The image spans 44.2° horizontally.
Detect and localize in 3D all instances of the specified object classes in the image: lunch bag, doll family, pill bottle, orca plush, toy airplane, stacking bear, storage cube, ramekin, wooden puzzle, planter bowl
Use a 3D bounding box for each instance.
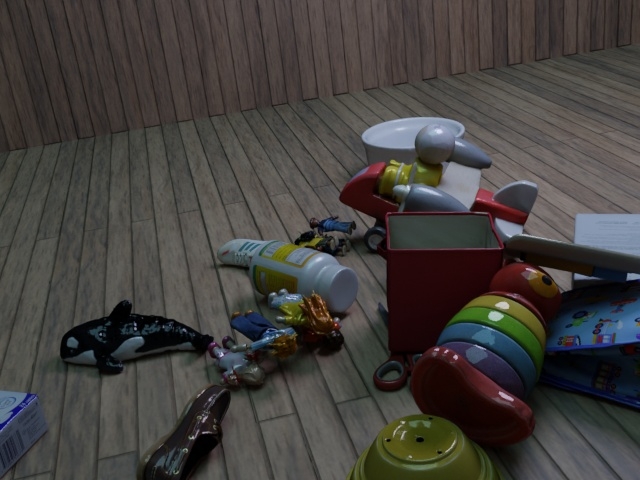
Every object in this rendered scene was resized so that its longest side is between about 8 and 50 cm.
[{"bbox_3d":[0.446,0.148,1.261,0.293,0.138,0.221,1,26,41],"label":"lunch bag"},{"bbox_3d":[0.000,0.000,1.773,0.111,0.076,0.193,2,20,31],"label":"doll family"},{"bbox_3d":[-0.032,0.074,1.550,0.208,0.117,0.117,14,31,41],"label":"pill bottle"},{"bbox_3d":[-0.348,0.165,1.454,0.287,0.102,0.151,1,25,18],"label":"orca plush"},{"bbox_3d":[0.276,-0.118,1.704,0.384,0.272,0.386,-16,25,-21],"label":"toy airplane"},{"bbox_3d":[0.267,0.144,1.170,0.175,0.164,0.289,36,55,6],"label":"stacking bear"},{"bbox_3d":[0.207,0.069,1.375,0.215,0.193,0.184,-1,21,4],"label":"storage cube"},{"bbox_3d":[0.255,-0.233,2.141,0.277,0.135,0.277,-6,24,3],"label":"ramekin"},{"bbox_3d":[0.414,0.035,1.306,0.221,0.044,0.238,12,-2,12],"label":"wooden puzzle"},{"bbox_3d":[-0.072,0.155,1.376,0.263,0.118,0.163,-22,28,-30],"label":"doll family"},{"bbox_3d":[0.134,0.294,1.041,0.217,0.090,0.217,-6,24,3],"label":"planter bowl"}]

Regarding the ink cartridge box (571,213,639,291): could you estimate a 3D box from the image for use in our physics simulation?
[{"bbox_3d":[0.645,0.045,1.487,0.324,0.071,0.330,2,29,19],"label":"ink cartridge box"}]

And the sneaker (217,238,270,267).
[{"bbox_3d":[-0.157,0.034,1.750,0.161,0.057,0.075,0,19,8],"label":"sneaker"}]

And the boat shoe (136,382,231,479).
[{"bbox_3d":[-0.182,0.292,1.164,0.073,0.073,0.207,6,34,25],"label":"boat shoe"}]

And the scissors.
[{"bbox_3d":[0.149,0.180,1.387,0.109,0.021,0.297,-5,22,7],"label":"scissors"}]

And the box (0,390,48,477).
[{"bbox_3d":[-0.527,0.300,1.239,0.137,0.072,0.126,1,24,19],"label":"box"}]
